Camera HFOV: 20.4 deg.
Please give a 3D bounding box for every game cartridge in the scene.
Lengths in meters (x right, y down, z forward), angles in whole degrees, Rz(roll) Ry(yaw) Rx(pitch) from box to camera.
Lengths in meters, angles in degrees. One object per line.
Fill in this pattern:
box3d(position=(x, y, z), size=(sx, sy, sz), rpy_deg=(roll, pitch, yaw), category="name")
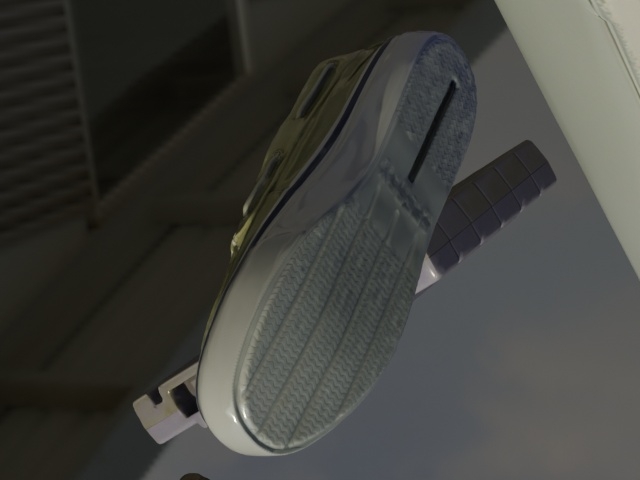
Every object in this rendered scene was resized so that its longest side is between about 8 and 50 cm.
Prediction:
box3d(position=(0.022, 0.047, 1.504), size=(0.355, 0.068, 0.230), rpy_deg=(-33, 177, 39), category="game cartridge")

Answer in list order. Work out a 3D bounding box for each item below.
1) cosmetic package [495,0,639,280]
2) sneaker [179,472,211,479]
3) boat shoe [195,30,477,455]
box3d(position=(0.235, -0.116, 0.471), size=(0.377, 0.284, 0.097), rpy_deg=(-36, -133, 0), category="cosmetic package")
box3d(position=(-0.061, 0.212, 1.045), size=(0.071, 0.066, 0.188), rpy_deg=(6, -146, -1), category="sneaker")
box3d(position=(0.000, 0.000, 1.016), size=(0.094, 0.109, 0.302), rpy_deg=(-6, -139, 39), category="boat shoe")
